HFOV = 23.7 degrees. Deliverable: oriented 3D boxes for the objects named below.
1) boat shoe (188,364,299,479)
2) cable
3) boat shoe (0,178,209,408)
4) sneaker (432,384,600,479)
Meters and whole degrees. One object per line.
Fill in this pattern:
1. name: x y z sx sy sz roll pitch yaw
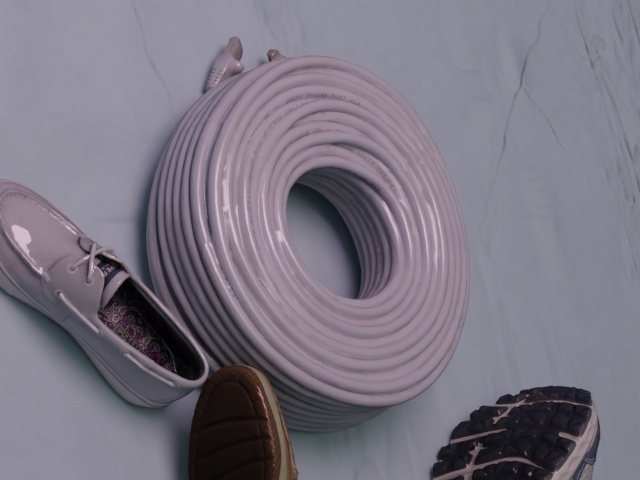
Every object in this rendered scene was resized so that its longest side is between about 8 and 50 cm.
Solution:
1. boat shoe: -0.038 0.171 0.977 0.072 0.068 0.190 -8 97 -59
2. cable: 0.000 0.000 1.057 0.257 0.089 0.257 44 50 -20
3. boat shoe: -0.140 0.031 0.940 0.184 0.063 0.066 53 48 -13
4. sneaker: 0.135 0.228 1.101 0.122 0.110 0.283 59 46 -32
